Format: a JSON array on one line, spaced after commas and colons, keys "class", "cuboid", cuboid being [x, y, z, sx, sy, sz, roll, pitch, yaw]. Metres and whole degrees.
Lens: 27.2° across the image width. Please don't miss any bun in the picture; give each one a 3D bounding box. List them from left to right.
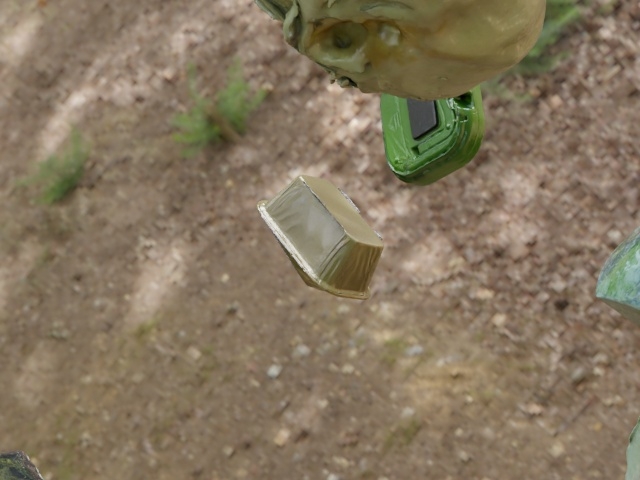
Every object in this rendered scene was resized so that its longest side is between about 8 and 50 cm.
[{"class": "bun", "cuboid": [0.043, -0.204, 1.080, 0.287, 0.287, 0.146, 7, 68, 53]}]

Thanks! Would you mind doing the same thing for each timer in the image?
[{"class": "timer", "cuboid": [0.118, -0.135, 1.418, 0.128, 0.047, 0.140, -28, 59, 44]}]

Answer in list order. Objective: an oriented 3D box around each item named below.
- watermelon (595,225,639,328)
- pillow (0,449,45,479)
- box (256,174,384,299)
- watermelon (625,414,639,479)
[{"class": "watermelon", "cuboid": [0.473, 0.078, 1.424, 0.228, 0.258, 0.387, -40, 29, -4]}, {"class": "pillow", "cuboid": [-0.350, 0.256, 1.233, 0.208, 0.055, 0.141, -15, 27, -28]}, {"class": "box", "cuboid": [0.000, 0.000, 1.595, 0.111, 0.111, 0.177, -44, 55, 9]}, {"class": "watermelon", "cuboid": [0.270, 0.155, 0.605, 0.213, 0.261, 0.201, -55, 8, 53]}]
